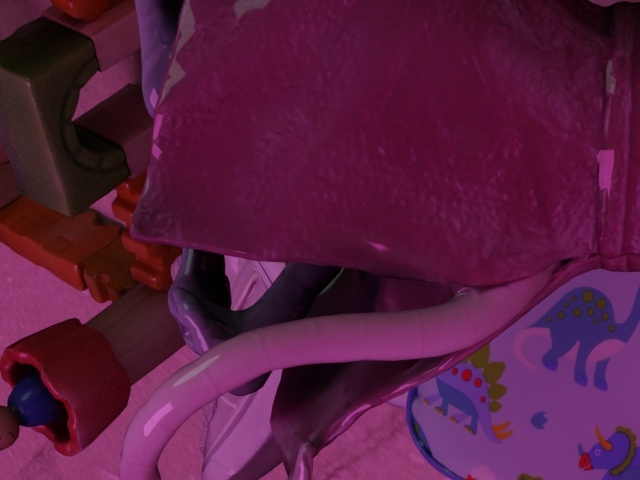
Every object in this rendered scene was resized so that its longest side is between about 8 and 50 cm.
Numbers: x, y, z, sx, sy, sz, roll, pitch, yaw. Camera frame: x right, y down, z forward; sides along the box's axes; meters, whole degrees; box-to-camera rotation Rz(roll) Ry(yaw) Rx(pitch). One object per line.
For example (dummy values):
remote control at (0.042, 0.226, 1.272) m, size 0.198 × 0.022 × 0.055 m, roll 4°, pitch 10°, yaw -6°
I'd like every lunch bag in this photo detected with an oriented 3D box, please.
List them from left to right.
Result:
lunch bag at (0.159, 0.060, 0.796) m, size 0.219 × 0.090 × 0.176 m, roll 27°, pitch 98°, yaw 35°

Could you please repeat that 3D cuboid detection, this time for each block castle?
block castle at (-0.258, -0.099, 1.152) m, size 0.303 × 0.213 × 0.453 m, roll 26°, pitch 142°, yaw 38°

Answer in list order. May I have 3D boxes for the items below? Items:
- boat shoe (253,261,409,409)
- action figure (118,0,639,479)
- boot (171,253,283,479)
boat shoe at (0.000, 0.000, 1.026) m, size 0.226 × 0.083 × 0.076 m, roll 44°, pitch 150°, yaw 16°
action figure at (0.112, -0.038, 0.630) m, size 0.370 × 0.276 × 0.248 m, roll 1°, pitch 147°, yaw 14°
boot at (-0.047, 0.066, 1.174) m, size 0.123 × 0.095 × 0.258 m, roll 52°, pitch 144°, yaw 17°
